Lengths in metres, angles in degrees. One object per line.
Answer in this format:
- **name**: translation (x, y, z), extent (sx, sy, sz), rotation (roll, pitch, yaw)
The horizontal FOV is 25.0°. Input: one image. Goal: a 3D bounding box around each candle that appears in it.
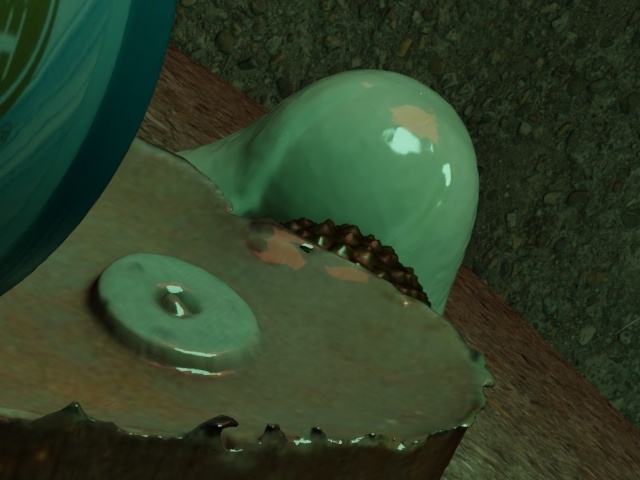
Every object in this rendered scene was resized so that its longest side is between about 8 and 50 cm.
- **candle**: translation (-0.095, 0.071, 0.696), extent (0.317, 0.131, 0.287), rotation (26, 22, 13)

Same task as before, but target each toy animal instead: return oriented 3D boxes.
- **toy animal**: translation (-0.019, 0.003, 1.086), extent (0.249, 0.289, 0.174), rotation (18, 7, 10)

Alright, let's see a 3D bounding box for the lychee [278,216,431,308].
- **lychee**: translation (-0.007, 0.075, 0.908), extent (0.188, 0.188, 0.188), rotation (37, 8, -6)

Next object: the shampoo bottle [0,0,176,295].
- **shampoo bottle**: translation (-0.244, -0.108, 0.402), extent (0.331, 0.331, 0.343), rotation (39, 9, 8)
